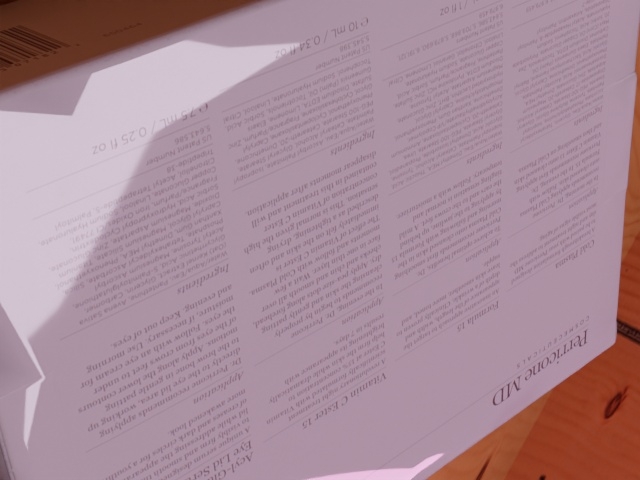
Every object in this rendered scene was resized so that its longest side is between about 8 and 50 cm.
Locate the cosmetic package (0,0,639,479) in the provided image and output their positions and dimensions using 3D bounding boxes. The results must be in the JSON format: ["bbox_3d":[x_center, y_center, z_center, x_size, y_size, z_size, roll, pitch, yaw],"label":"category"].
[{"bbox_3d":[0.000,0.000,0.540,0.377,0.097,0.284,-27,126,-33],"label":"cosmetic package"}]
